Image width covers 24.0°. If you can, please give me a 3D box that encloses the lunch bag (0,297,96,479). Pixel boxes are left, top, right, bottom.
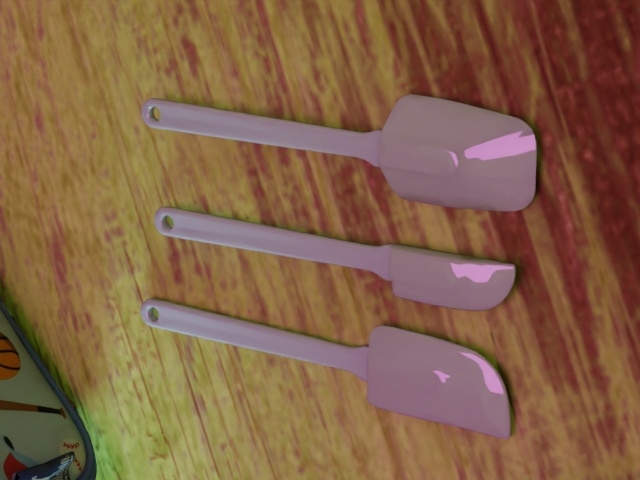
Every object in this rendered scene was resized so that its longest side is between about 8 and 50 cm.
[{"bbox_3d":[-0.284,0.089,0.870,0.303,0.243,0.115,51,121,17],"label":"lunch bag"}]

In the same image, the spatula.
[{"bbox_3d":[0.000,0.000,0.807,0.242,0.019,0.168,12,110,32],"label":"spatula"}]
